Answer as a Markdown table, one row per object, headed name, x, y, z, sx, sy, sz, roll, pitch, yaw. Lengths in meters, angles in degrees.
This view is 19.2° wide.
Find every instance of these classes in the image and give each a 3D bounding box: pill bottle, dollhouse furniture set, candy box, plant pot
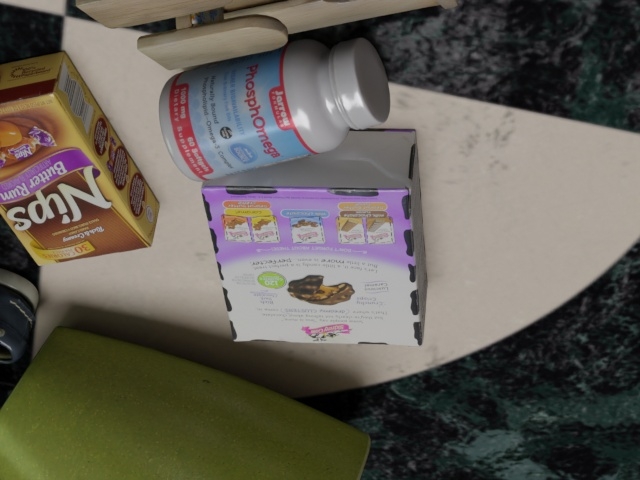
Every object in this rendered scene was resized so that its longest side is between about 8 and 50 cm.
| name | x | y | z | sx | sy | sz | roll | pitch | yaw |
| --- | --- | --- | --- | --- | --- | --- | --- | --- | --- |
| pill bottle | -0.033 | -0.101 | 1.421 | 0.160 | 0.087 | 0.087 | -13 | 135 | 23 |
| dollhouse furniture set | -0.031 | -0.222 | 1.193 | 0.161 | 0.212 | 0.242 | -9 | 163 | 22 |
| candy box | 0.000 | 0.000 | 1.548 | 0.165 | 0.070 | 0.196 | 1 | 139 | 8 |
| candy box | -0.217 | -0.062 | 1.528 | 0.109 | 0.053 | 0.186 | -10 | 138 | 19 |
| plant pot | -0.151 | 0.212 | 1.705 | 0.293 | 0.274 | 0.275 | 33 | 136 | -5 |

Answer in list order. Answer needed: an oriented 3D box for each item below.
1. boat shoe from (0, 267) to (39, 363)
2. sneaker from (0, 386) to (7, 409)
| name | x | y | z | sx | sy | sz | roll | pitch | yaw |
| --- | --- | --- | --- | --- | --- | --- | --- | --- | --- |
| boat shoe | -0.380 | 0.059 | 1.676 | 0.255 | 0.079 | 0.095 | 12 | 141 | -4 |
| sneaker | -0.369 | 0.197 | 1.728 | 0.163 | 0.226 | 0.086 | 28 | 142 | -26 |
